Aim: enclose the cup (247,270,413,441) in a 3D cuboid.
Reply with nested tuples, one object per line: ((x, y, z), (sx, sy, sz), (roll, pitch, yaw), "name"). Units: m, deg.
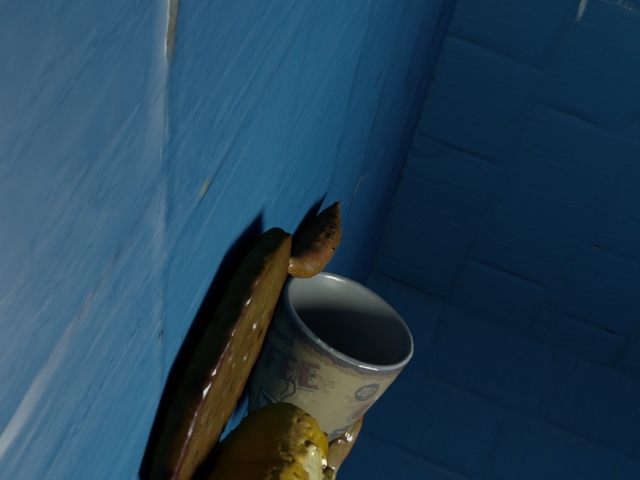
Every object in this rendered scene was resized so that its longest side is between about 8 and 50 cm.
((-0.019, 0.187, 1.812), (0.257, 0.227, 0.301), (-57, -150, 28), "cup")

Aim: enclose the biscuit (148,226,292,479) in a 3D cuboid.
((-0.117, 0.149, 1.311), (0.359, 0.046, 0.359), (21, 90, -84), "biscuit")

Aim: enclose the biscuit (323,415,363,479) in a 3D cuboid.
((-0.034, 0.458, 2.344), (0.394, 0.076, 0.368), (-19, -134, 64), "biscuit")

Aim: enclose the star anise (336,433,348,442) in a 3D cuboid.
((-0.025, 0.258, 2.011), (0.148, 0.237, 0.346), (10, -101, 54), "star anise")

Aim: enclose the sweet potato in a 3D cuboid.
((0.000, 0.000, 1.734), (0.314, 0.072, 0.066), (-52, 148, -63), "sweet potato")

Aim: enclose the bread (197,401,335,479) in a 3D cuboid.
((-0.109, 0.369, 1.412), (0.236, 0.165, 0.375), (-45, -177, 18), "bread")
